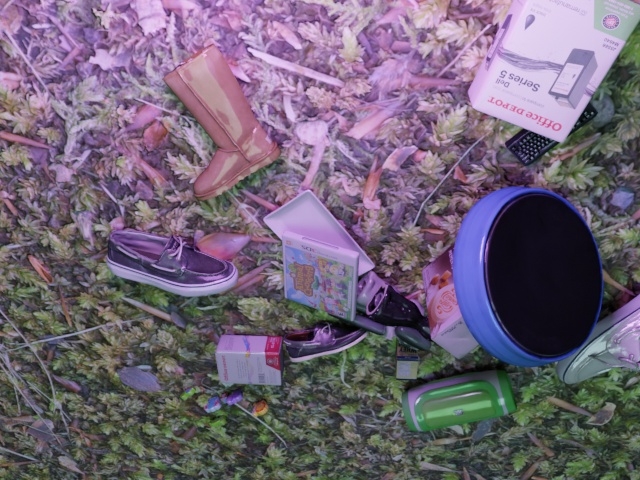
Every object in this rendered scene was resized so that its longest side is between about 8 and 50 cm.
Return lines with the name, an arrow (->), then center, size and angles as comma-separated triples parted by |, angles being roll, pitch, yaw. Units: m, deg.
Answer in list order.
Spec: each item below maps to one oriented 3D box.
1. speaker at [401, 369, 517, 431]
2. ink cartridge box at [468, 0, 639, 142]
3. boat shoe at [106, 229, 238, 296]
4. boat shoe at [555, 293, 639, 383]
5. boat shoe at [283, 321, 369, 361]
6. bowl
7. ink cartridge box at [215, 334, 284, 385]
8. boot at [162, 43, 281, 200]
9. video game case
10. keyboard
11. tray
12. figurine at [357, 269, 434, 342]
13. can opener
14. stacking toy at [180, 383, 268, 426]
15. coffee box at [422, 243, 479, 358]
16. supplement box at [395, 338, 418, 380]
speaker -> 0.383, 0.446, 1.705 | 0.297, 0.131, 0.131 | -17, 121, 16
ink cartridge box -> 0.430, -0.349, 1.151 | 0.198, 0.114, 0.272 | 20, 121, -4
boat shoe -> -0.368, 0.049, 1.500 | 0.335, 0.121, 0.119 | 8, 129, 2
boat shoe -> 0.757, 0.262, 1.481 | 0.367, 0.156, 0.136 | -40, 134, 12
boat shoe -> 0.015, 0.258, 1.636 | 0.233, 0.084, 0.079 | -17, 104, 12
bowl -> 0.456, 0.074, 1.305 | 0.391, 0.391, 0.077 | 39, 157, -20
ink cartridge box -> -0.194, 0.333, 1.708 | 0.175, 0.072, 0.127 | 2, 125, 4
boot -> -0.245, -0.246, 1.315 | 0.236, 0.089, 0.269 | -31, 118, 9
video game case -> -0.002, 0.088, 1.485 | 0.193, 0.023, 0.212 | 17, 132, 19
keyboard -> 0.477, -0.242, 1.289 | 0.108, 0.023, 0.180 | 40, 118, -20
tray -> 0.000, 0.000, 1.491 | 0.145, 0.030, 0.270 | -31, 116, 22
figurine -> 0.200, 0.171, 1.500 | 0.209, 0.215, 0.092 | 29, 94, -16
can opener -> 0.157, 0.206, 1.583 | 0.280, 0.074, 0.093 | 22, 163, -7
stacking toy -> -0.290, 0.484, 1.834 | 0.221, 0.052, 0.167 | -25, 118, 21
coffee box -> 0.325, 0.130, 1.419 | 0.098, 0.246, 0.141 | 36, 120, -20
supplement box -> 0.232, 0.319, 1.655 | 0.056, 0.083, 0.083 | 1, 125, 4
